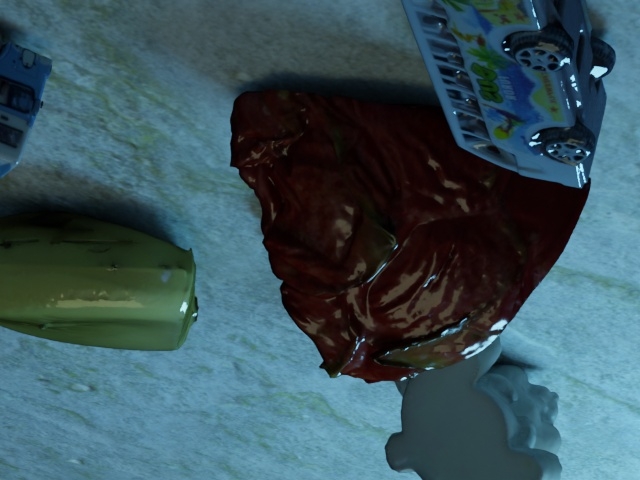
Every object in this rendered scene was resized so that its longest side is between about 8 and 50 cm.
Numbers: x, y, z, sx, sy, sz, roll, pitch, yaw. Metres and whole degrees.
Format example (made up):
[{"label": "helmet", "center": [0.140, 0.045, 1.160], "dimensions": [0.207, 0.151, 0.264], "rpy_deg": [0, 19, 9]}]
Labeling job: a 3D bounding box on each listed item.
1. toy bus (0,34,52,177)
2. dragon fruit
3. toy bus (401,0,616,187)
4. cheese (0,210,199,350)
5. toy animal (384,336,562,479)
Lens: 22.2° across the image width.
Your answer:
[{"label": "toy bus", "center": [-0.391, -0.153, 1.421], "dimensions": [0.297, 0.131, 0.106], "rpy_deg": [22, 152, -30]}, {"label": "dragon fruit", "center": [0.036, -0.028, 1.585], "dimensions": [0.330, 0.302, 0.240], "rpy_deg": [34, 180, -20]}, {"label": "toy bus", "center": [0.154, -0.157, 1.314], "dimensions": [0.136, 0.109, 0.329], "rpy_deg": [8, 158, 19]}, {"label": "cheese", "center": [-0.295, 0.052, 1.875], "dimensions": [0.316, 0.128, 0.259], "rpy_deg": [10, 158, -4]}, {"label": "toy animal", "center": [0.203, 0.244, 2.111], "dimensions": [0.206, 0.271, 0.265], "rpy_deg": [-31, 169, 13]}]
